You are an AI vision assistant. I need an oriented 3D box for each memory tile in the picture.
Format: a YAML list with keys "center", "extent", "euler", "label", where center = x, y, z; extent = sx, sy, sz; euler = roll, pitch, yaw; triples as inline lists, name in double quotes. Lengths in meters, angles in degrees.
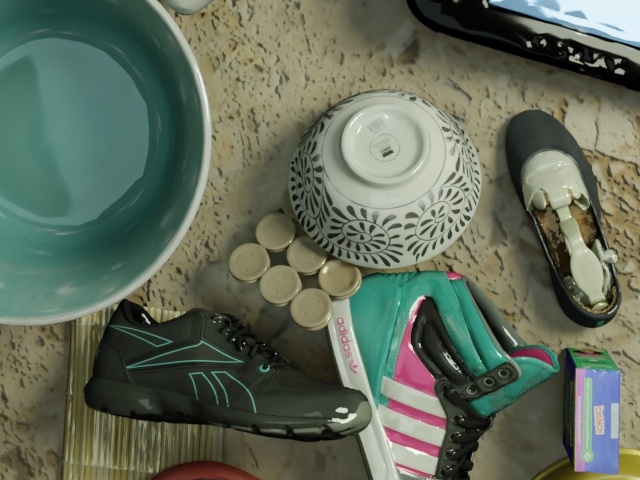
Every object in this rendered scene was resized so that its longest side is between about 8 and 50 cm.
- center: [0.000, 0.000, 1.342]
  extent: [0.113, 0.012, 0.148]
  euler: [34, 74, 23]
  label: "memory tile"

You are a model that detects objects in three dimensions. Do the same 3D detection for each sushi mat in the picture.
- center: [-0.165, 0.215, 1.410]
  extent: [0.151, 0.019, 0.316]
  euler: [4, 96, 2]
  label: "sushi mat"

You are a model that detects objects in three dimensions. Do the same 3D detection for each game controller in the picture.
- center: [0.235, -0.224, 1.304]
  extent: [0.319, 0.067, 0.166]
  euler: [15, 98, -7]
  label: "game controller"

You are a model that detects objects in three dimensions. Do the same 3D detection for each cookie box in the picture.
- center: [0.235, 0.146, 1.334]
  extent: [0.040, 0.107, 0.092]
  euler: [1, 95, 3]
  label: "cookie box"

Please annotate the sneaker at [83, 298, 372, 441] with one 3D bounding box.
- center: [-0.082, 0.112, 1.315]
  extent: [0.267, 0.101, 0.106]
  euler: [6, 80, 21]
  label: "sneaker"

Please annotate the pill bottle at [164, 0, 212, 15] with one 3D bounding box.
- center: [-0.049, -0.341, 1.275]
  extent: [0.301, 0.169, 0.169]
  euler: [-37, 92, 6]
  label: "pill bottle"

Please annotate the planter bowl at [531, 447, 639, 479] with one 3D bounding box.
- center: [0.266, 0.299, 1.356]
  extent: [0.217, 0.090, 0.217]
  euler: [0, 95, 3]
  label: "planter bowl"

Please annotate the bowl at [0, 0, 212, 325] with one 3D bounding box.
- center: [-0.236, -0.092, 1.313]
  extent: [0.311, 0.163, 0.311]
  euler: [0, 96, 4]
  label: "bowl"

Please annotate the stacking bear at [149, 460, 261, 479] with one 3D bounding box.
- center: [-0.088, 0.292, 1.260]
  extent: [0.175, 0.289, 0.164]
  euler: [-30, 99, -3]
  label: "stacking bear"

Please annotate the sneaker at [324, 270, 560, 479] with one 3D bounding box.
- center: [0.129, 0.155, 1.340]
  extent: [0.178, 0.124, 0.295]
  euler: [-18, 93, 14]
  label: "sneaker"

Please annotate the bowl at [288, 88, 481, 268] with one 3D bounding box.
- center: [0.056, -0.068, 1.306]
  extent: [0.170, 0.080, 0.170]
  euler: [0, 69, 1]
  label: "bowl"

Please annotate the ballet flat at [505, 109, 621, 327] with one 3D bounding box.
- center: [0.217, -0.019, 1.339]
  extent: [0.074, 0.074, 0.203]
  euler: [-19, 94, 5]
  label: "ballet flat"
